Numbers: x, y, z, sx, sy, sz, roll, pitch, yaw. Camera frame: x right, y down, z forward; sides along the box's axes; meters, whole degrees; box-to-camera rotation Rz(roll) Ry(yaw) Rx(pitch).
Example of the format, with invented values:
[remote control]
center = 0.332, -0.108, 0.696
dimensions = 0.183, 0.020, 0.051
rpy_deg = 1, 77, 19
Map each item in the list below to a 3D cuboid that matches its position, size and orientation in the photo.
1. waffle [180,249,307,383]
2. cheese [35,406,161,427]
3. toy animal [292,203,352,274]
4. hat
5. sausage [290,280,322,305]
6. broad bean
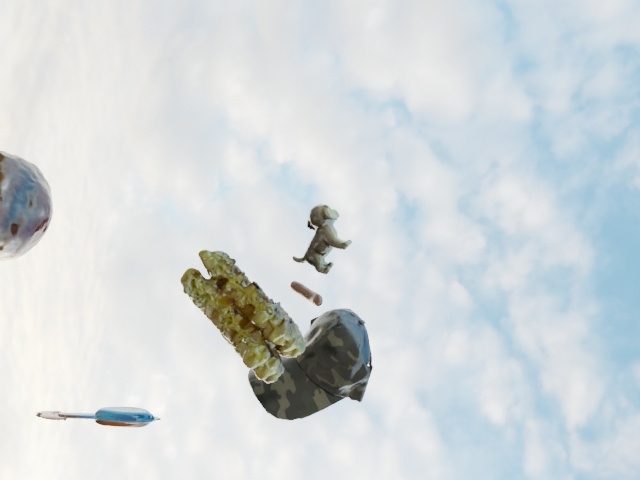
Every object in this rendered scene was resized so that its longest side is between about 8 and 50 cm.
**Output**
[waffle]
center = -0.174, 0.176, 1.090
dimensions = 0.151, 0.261, 0.324
rpy_deg = -41, -120, -12
[cheese]
center = -0.478, 0.387, 1.035
dimensions = 0.106, 0.255, 0.037
rpy_deg = -11, -112, 54
[toy animal]
center = 0.016, -0.002, 1.585
dimensions = 0.168, 0.121, 0.234
rpy_deg = 26, -72, 7
[hat]
center = -0.038, 0.385, 1.557
dimensions = 0.366, 0.381, 0.258
rpy_deg = 45, -49, 45
[sausage]
center = -0.044, 0.179, 1.593
dimensions = 0.186, 0.043, 0.043
rpy_deg = 25, -83, 54
[broad bean]
center = -0.418, -0.034, 0.580
dimensions = 0.228, 0.122, 0.156
rpy_deg = -5, -117, 37
